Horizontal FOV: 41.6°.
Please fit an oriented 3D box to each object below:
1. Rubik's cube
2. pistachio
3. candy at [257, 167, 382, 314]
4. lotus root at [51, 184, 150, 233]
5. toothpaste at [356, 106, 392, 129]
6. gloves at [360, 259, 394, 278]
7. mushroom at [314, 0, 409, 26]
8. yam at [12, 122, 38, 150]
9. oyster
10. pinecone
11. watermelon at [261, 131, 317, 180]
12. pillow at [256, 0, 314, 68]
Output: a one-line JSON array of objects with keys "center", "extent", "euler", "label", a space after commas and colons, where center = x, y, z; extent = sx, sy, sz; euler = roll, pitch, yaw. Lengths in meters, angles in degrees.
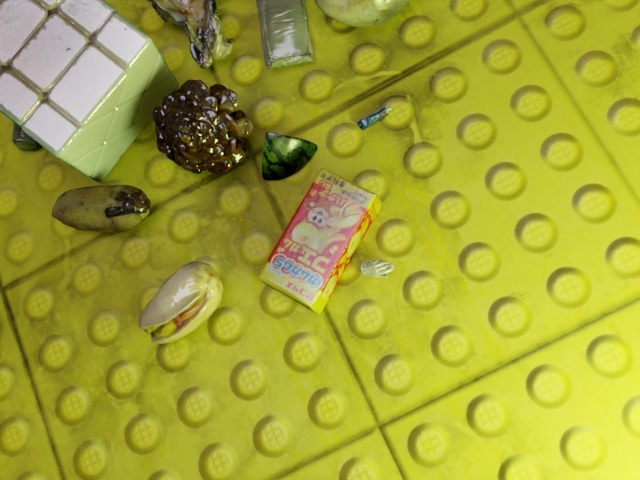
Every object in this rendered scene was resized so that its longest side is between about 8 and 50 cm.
[{"center": [-0.550, -0.361, 1.858], "extent": [0.316, 0.322, 0.319], "euler": [38, 86, 6], "label": "Rubik's cube"}, {"center": [-0.295, 0.133, 1.799], "extent": [0.200, 0.117, 0.145], "euler": [-45, 31, 6], "label": "pistachio"}, {"center": [0.000, 0.000, 1.773], "extent": [0.146, 0.088, 0.276], "euler": [29, 84, 18], "label": "candy"}, {"center": [-0.492, -0.074, 1.915], "extent": [0.258, 0.097, 0.110], "euler": [2, 67, 22], "label": "lotus root"}, {"center": [0.120, -0.272, 1.859], "extent": [0.083, 0.019, 0.027], "euler": [-30, 86, 8], "label": "toothpaste"}, {"center": [0.113, 0.061, 1.758], "extent": [0.081, 0.037, 0.044], "euler": [-13, 107, 4], "label": "gloves"}, {"center": [0.110, -0.579, 1.859], "extent": [0.254, 0.195, 0.189], "euler": [-37, 73, 4], "label": "mushroom"}, {"center": [-0.709, -0.304, 2.051], "extent": [0.068, 0.068, 0.169], "euler": [0, 74, 14], "label": "yam"}, {"center": [-0.296, -0.569, 1.989], "extent": [0.198, 0.133, 0.337], "euler": [-30, 72, 2], "label": "oyster"}, {"center": [-0.254, -0.246, 1.849], "extent": [0.229, 0.201, 0.202], "euler": [12, 82, 20], "label": "pinecone"}, {"center": [-0.074, -0.199, 1.869], "extent": [0.135, 0.125, 0.094], "euler": [-10, 36, -18], "label": "watermelon"}, {"center": [-0.084, -0.497, 1.956], "extent": [0.119, 0.053, 0.208], "euler": [-10, 72, 7], "label": "pillow"}]
